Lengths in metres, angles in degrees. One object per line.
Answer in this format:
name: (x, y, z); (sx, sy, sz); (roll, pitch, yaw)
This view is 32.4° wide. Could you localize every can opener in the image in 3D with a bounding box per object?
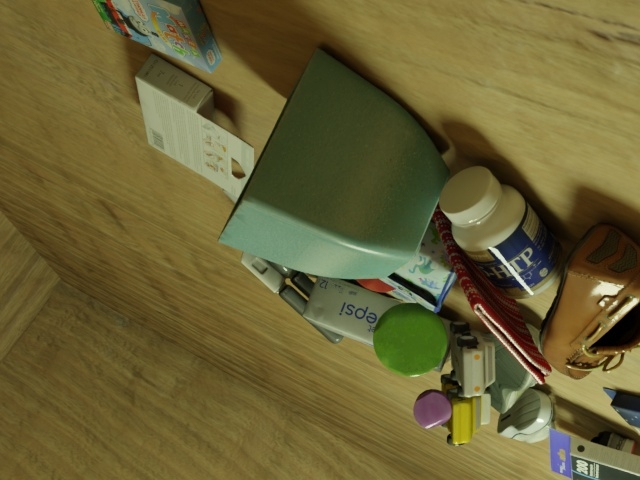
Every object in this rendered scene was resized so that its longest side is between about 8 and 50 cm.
can opener: (-0.046, 0.098, 2.230); (0.280, 0.074, 0.093); (44, 166, -10)

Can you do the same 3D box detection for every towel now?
towel: (0.246, 0.067, 1.626); (0.199, 0.031, 0.275); (45, -163, -30)

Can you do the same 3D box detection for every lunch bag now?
lunch bag: (0.159, 0.043, 1.807); (0.129, 0.096, 0.151); (32, 144, 11)

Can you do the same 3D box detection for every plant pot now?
plant pot: (0.032, -0.075, 1.560); (0.252, 0.248, 0.247); (26, 163, -5)

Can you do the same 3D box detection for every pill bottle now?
pill bottle: (0.248, -0.013, 1.531); (0.112, 0.112, 0.186); (9, 151, 52)

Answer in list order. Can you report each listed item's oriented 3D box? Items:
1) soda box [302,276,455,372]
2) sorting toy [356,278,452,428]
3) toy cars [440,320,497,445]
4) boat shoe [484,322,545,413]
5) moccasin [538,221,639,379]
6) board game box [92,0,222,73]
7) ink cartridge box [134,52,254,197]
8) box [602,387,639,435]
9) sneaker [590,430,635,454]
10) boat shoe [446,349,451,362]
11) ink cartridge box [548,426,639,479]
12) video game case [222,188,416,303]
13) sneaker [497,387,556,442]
soda box: (0.116, 0.159, 2.137); (0.286, 0.098, 0.091); (20, 171, 13)
sorting toy: (0.153, 0.144, 1.936); (0.126, 0.127, 0.365); (-14, -94, -82)
toy cars: (0.270, 0.255, 1.962); (0.087, 0.176, 0.393); (-2, 148, 0)
boat shoe: (0.355, 0.217, 2.000); (0.118, 0.103, 0.320); (47, 162, 23)
moccasin: (0.408, 0.111, 1.569); (0.147, 0.139, 0.380); (37, 155, 20)
board game box: (-0.259, -0.346, 1.659); (0.211, 0.039, 0.160); (25, 160, 23)
ink cartridge box: (-0.204, -0.188, 1.941); (0.239, 0.060, 0.275); (30, 161, 7)
box: (0.603, 0.324, 1.923); (0.136, 0.036, 0.225); (43, 161, -28)
sneaker: (0.567, 0.419, 2.191); (0.075, 0.063, 0.170); (30, 157, 11)
boat shoe: (0.194, 0.198, 2.247); (0.076, 0.080, 0.228); (40, 169, -23)
ink cartridge box: (0.542, 0.458, 2.163); (0.208, 0.045, 0.206); (16, 150, 24)
video game case: (0.000, 0.000, 2.117); (0.329, 0.036, 0.300); (12, 153, 49)
sneaker: (0.438, 0.358, 2.244); (0.091, 0.094, 0.258); (13, 165, -3)
